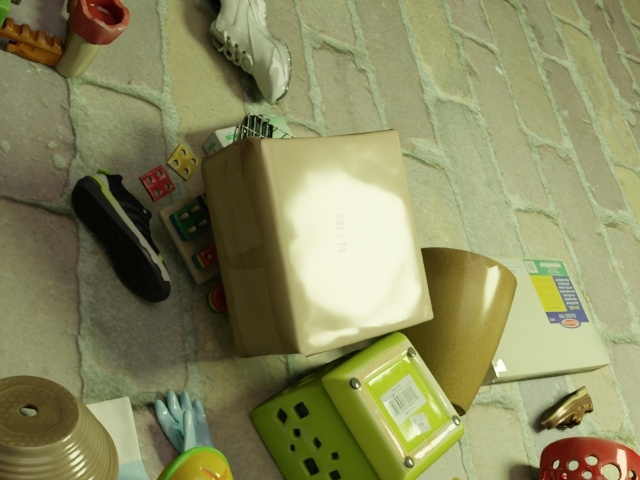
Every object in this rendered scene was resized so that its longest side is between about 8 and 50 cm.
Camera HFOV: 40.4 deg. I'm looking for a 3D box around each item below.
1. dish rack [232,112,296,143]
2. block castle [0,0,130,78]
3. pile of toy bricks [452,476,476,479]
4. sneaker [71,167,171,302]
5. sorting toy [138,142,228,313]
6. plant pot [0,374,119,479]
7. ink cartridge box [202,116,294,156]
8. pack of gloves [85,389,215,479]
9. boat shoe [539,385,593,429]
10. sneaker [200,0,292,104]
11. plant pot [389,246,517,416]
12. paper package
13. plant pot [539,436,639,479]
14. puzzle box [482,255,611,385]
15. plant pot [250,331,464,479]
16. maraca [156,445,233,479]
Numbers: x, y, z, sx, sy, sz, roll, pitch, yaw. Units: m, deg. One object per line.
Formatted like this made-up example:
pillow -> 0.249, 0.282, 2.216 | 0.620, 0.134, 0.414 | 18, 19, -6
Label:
dish rack -> -0.058, -0.091, 1.517 | 0.271, 0.074, 0.208 | 26, 53, -37
block castle -> -0.529, -0.478, 1.366 | 0.453, 0.213, 0.303 | 15, 52, -33
pile of toy bricks -> 0.166, 0.444, 1.399 | 0.105, 0.118, 0.212 | 23, 44, 30
sneaker -> -0.284, -0.017, 1.339 | 0.097, 0.084, 0.235 | -28, 81, -49
sorting toy -> -0.178, -0.028, 1.407 | 0.132, 0.046, 0.275 | -34, 99, -38
plant pot -> -0.347, 0.235, 1.012 | 0.237, 0.110, 0.237 | 16, 29, -9
ink cartridge box -> -0.090, -0.114, 1.606 | 0.181, 0.056, 0.225 | -21, 75, -46
pack of gloves -> -0.211, 0.313, 1.191 | 0.195, 0.046, 0.232 | -2, 62, -43
boat shoe -> 0.511, 0.352, 1.778 | 0.178, 0.064, 0.060 | -15, 70, -49
sneaker -> -0.150, -0.389, 1.737 | 0.129, 0.111, 0.297 | -13, 65, -29
plant pot -> 0.219, 0.178, 1.558 | 0.237, 0.237, 0.254 | 25, 63, -26
paper package -> 0.000, 0.000, 1.368 | 0.309, 0.168, 0.325 | -10, 89, -40
plant pot -> 0.492, 0.475, 1.577 | 0.191, 0.191, 0.174 | 33, 47, -19
puzzle box -> 0.441, 0.164, 1.865 | 0.408, 0.052, 0.272 | 3, 59, -40
plant pot -> 0.070, 0.281, 1.338 | 0.228, 0.207, 0.227 | -24, 78, -47
maraca -> -0.171, 0.358, 1.123 | 0.127, 0.099, 0.186 | 19, 83, -44
